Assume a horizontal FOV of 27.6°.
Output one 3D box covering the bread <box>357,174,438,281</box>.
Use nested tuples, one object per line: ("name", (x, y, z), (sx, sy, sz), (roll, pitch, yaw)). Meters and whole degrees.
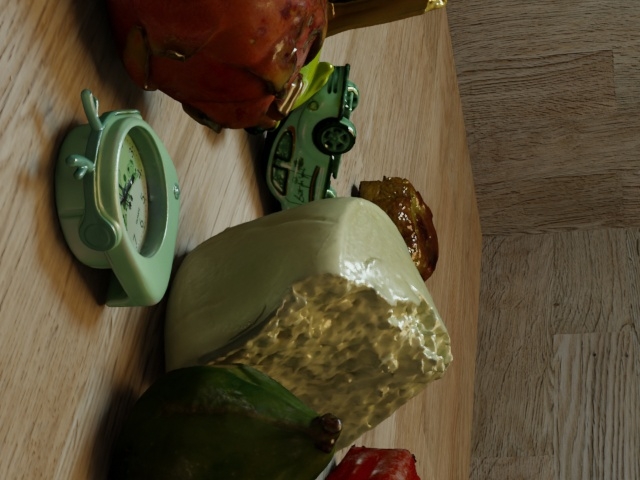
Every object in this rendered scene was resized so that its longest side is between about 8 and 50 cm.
("bread", (0.135, -0.010, 2.471), (0.247, 0.135, 0.232), (-50, 121, -68))

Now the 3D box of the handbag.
("handbag", (0.065, -0.380, 1.945), (0.401, 0.283, 0.133), (-49, 131, -69))

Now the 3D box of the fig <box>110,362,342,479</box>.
("fig", (-0.081, 0.211, 1.254), (0.195, 0.245, 0.195), (10, 79, -60))

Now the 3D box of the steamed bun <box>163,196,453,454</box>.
("steamed bun", (-0.032, 0.079, 1.435), (0.272, 0.290, 0.273), (44, 26, -63))

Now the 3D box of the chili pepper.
("chili pepper", (0.069, 0.405, 2.063), (0.136, 0.144, 0.252), (-58, 168, 15))

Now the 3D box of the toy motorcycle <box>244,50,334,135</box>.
("toy motorcycle", (-0.064, -0.306, 1.692), (0.206, 0.142, 0.342), (-11, 99, -78))

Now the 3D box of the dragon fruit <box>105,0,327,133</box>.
("dragon fruit", (-0.106, -0.251, 1.323), (0.315, 0.250, 0.250), (25, 61, -58))

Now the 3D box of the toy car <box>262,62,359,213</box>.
("toy car", (-0.022, -0.108, 1.851), (0.136, 0.125, 0.306), (-83, -174, -56))

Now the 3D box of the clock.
("clock", (-0.194, -0.047, 1.220), (0.211, 0.066, 0.159), (68, 22, -53))
